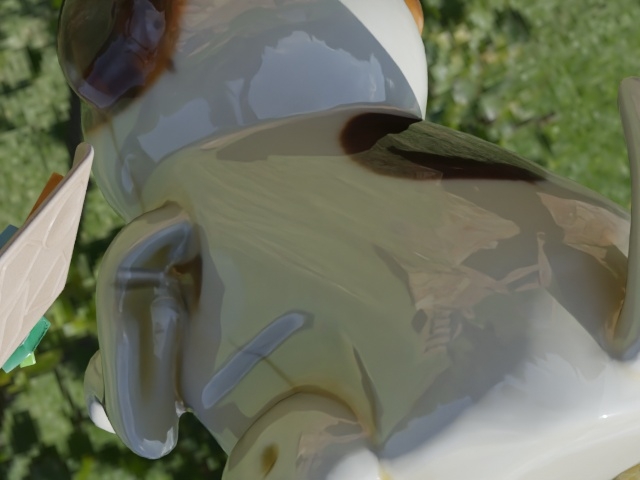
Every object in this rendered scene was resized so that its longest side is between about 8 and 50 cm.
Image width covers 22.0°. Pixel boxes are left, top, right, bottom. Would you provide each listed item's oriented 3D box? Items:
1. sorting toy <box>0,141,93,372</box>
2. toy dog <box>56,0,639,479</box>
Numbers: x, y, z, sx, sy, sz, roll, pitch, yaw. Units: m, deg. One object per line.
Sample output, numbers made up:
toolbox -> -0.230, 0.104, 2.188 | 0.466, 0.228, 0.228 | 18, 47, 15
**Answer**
sorting toy -> -0.085, 0.018, 0.460 | 0.012, 0.062, 0.083 | 24, 135, 3
toy dog -> 0.000, 0.000, 0.894 | 0.284, 0.408, 0.395 | -14, 145, -29
